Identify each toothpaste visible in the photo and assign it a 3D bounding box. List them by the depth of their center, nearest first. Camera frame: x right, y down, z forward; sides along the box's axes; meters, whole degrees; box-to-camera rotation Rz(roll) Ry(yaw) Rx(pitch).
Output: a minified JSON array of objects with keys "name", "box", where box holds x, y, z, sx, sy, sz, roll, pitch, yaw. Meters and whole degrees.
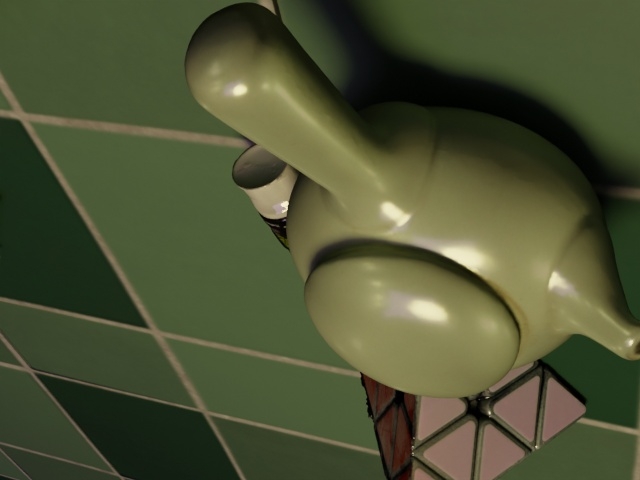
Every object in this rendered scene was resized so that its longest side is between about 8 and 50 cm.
[{"name":"toothpaste","box":[0.000,0.000,0.727,0.071,0.045,0.193,5,149,30]}]

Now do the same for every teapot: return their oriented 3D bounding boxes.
[{"name":"teapot","box":[0.035,-0.015,0.582,0.318,0.149,0.220,34,145,-18]}]

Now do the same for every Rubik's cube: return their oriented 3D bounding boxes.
[{"name":"Rubik's cube","box":[0.139,0.161,0.795,0.178,0.191,0.211,8,153,-8]}]
